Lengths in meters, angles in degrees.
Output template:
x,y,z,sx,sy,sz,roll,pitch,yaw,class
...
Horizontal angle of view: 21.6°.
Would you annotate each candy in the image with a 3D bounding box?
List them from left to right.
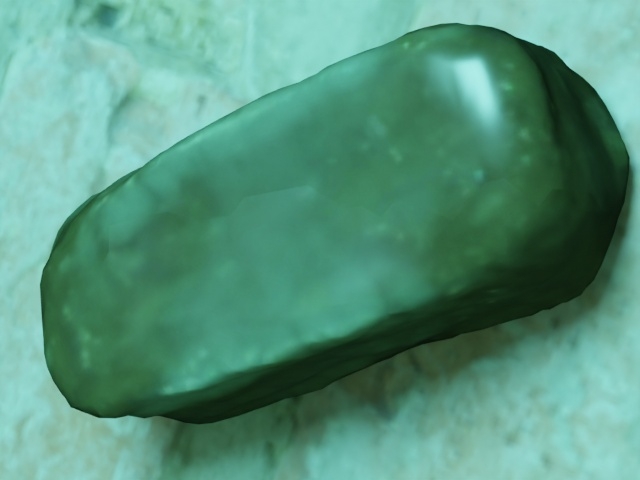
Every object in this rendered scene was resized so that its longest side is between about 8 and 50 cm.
x,y,z,sx,sy,sz,roll,pitch,yaw,class
0.000,0.000,0.658,0.234,0.104,0.102,-21,73,25,candy
